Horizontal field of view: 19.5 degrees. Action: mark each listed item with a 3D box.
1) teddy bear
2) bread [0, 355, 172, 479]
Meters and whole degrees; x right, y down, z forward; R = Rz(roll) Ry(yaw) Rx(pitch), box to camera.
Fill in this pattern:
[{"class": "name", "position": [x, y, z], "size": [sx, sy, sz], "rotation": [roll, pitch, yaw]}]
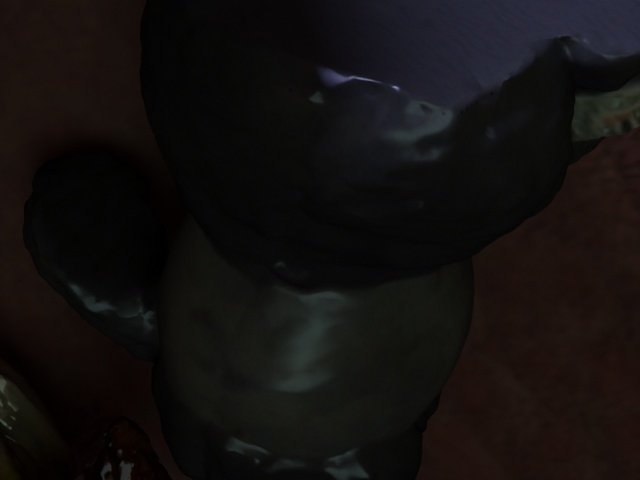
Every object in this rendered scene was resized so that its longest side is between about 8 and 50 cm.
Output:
[{"class": "teddy bear", "position": [-0.007, -0.016, 0.612], "size": [0.171, 0.144, 0.251], "rotation": [34, 137, 11]}, {"class": "bread", "position": [-0.118, 0.155, 0.718], "size": [0.139, 0.095, 0.269], "rotation": [28, 117, 21]}]
